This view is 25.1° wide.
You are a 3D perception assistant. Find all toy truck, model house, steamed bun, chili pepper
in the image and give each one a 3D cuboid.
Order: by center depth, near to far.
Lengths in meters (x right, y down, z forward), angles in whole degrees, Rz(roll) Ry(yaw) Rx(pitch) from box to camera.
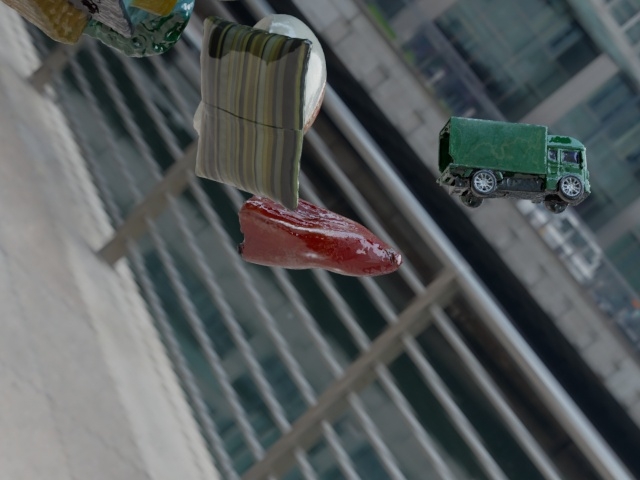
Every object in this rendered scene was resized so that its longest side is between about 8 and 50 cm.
[{"bbox_3d":[0.193,-0.072,1.434,0.065,0.147,0.079,120,-25,-76],"label":"toy truck"},{"bbox_3d":[-0.301,-0.336,1.681,0.280,0.230,0.249,33,27,6],"label":"model house"},{"bbox_3d":[-0.074,-0.212,2.112,0.145,0.232,0.232,34,9,-14],"label":"steamed bun"},{"bbox_3d":[0.000,0.000,2.159,0.252,0.136,0.144,15,-25,29],"label":"chili pepper"}]

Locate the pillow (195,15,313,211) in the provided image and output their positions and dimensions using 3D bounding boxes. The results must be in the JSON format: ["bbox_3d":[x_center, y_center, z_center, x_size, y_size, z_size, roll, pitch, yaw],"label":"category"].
[{"bbox_3d":[-0.087,-0.158,1.756,0.052,0.208,0.212,-6,19,-40],"label":"pillow"}]
